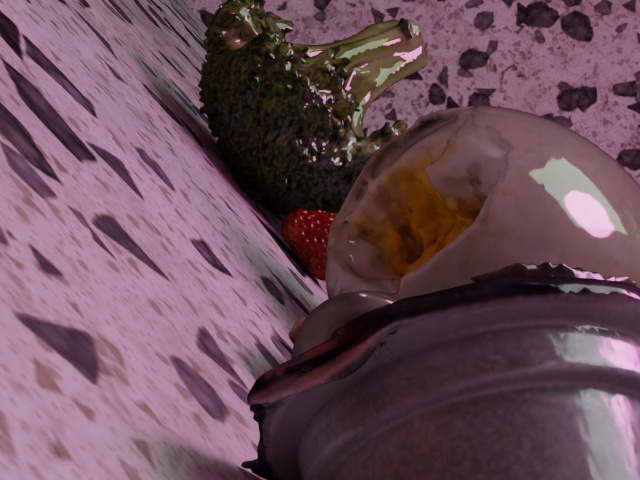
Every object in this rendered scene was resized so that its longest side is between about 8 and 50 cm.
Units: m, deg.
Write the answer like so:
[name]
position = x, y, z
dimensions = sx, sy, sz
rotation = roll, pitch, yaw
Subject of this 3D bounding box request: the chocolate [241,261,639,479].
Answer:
[chocolate]
position = 0.075, 0.118, 0.535
dimensions = 0.221, 0.221, 0.147
rotation = 44, 25, -41

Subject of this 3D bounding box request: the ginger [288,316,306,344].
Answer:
[ginger]
position = 0.012, 0.094, 0.896
dimensions = 0.097, 0.030, 0.048
rotation = 51, -23, 3

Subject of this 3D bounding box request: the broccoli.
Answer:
[broccoli]
position = -0.015, -0.141, 1.441
dimensions = 0.260, 0.235, 0.288
rotation = -25, 80, -49

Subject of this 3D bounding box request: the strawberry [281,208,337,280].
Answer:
[strawberry]
position = 0.000, 0.000, 1.328
dimensions = 0.083, 0.073, 0.073
rotation = 36, 9, -23

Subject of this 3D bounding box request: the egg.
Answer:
[egg]
position = 0.166, 0.057, 1.084
dimensions = 0.336, 0.278, 0.278
rotation = 42, 7, -31

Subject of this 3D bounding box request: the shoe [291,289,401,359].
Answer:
[shoe]
position = 0.085, 0.141, 0.757
dimensions = 0.293, 0.109, 0.149
rotation = 47, 8, 19
